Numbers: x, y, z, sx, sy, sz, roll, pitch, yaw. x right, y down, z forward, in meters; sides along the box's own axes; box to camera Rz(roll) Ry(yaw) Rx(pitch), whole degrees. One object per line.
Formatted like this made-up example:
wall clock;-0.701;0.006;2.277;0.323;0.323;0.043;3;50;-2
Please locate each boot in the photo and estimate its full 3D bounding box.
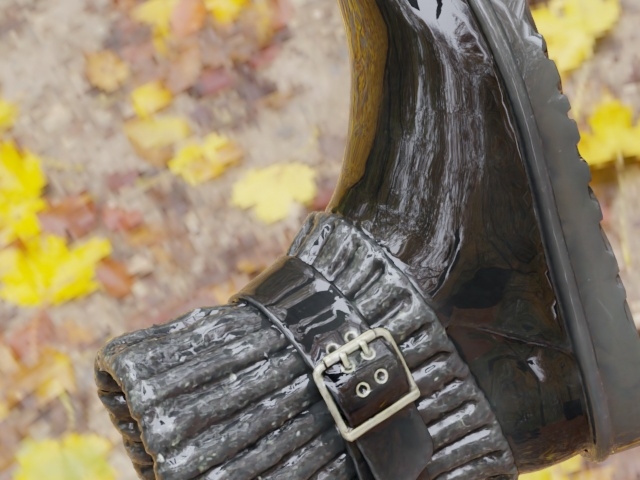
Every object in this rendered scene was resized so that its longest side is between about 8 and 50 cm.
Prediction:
boot;0.001;0.001;0.978;0.260;0.131;0.348;-20;96;-6
